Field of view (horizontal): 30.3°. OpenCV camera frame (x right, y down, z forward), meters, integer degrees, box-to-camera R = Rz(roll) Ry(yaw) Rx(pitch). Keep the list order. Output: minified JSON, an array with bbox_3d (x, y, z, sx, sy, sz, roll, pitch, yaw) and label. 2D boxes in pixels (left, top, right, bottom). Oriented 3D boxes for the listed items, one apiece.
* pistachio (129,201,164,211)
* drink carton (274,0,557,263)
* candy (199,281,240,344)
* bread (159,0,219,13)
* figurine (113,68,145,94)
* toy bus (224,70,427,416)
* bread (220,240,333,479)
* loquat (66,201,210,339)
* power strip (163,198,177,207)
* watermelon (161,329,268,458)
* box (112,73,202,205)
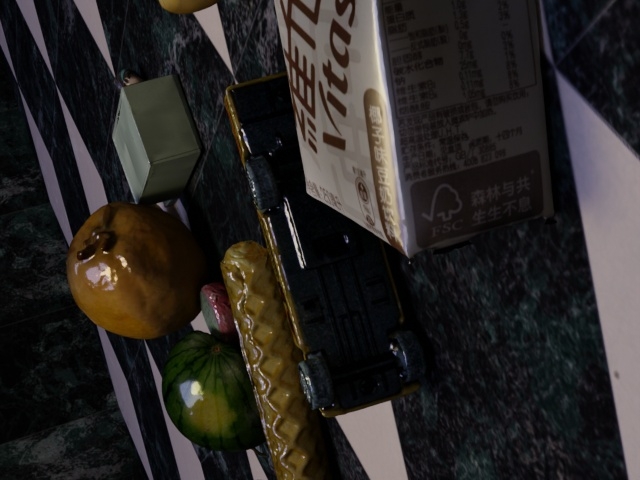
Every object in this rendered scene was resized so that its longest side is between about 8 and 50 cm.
[{"bbox_3d":[-0.286,0.027,2.036,0.145,0.117,0.200,-7,88,36],"label":"pistachio"},{"bbox_3d":[0.054,-0.168,0.857,0.194,0.132,0.324,-148,45,-62],"label":"drink carton"},{"bbox_3d":[-0.153,0.113,1.826,0.103,0.043,0.103,54,155,39],"label":"candy"},{"bbox_3d":[-0.157,-0.367,1.333,0.147,0.098,0.217,-33,73,66],"label":"bread"},{"bbox_3d":[-0.300,-0.239,1.949,0.106,0.047,0.060,53,-170,31],"label":"figurine"},{"bbox_3d":[0.000,0.000,1.176,0.123,0.121,0.335,176,78,-80],"label":"toy bus"},{"bbox_3d":[-0.056,0.178,1.553,0.084,0.077,0.367,-1,105,70],"label":"bread"},{"bbox_3d":[-0.289,0.049,1.874,0.238,0.238,0.193,111,-177,-61],"label":"loquat"},{"bbox_3d":[-0.255,-0.075,1.996,0.083,0.017,0.027,142,112,-69],"label":"power strip"},{"bbox_3d":[-0.169,0.249,1.815,0.204,0.127,0.232,42,151,17],"label":"watermelon"},{"bbox_3d":[-0.255,-0.149,1.825,0.225,0.086,0.129,134,117,-69],"label":"box"}]
